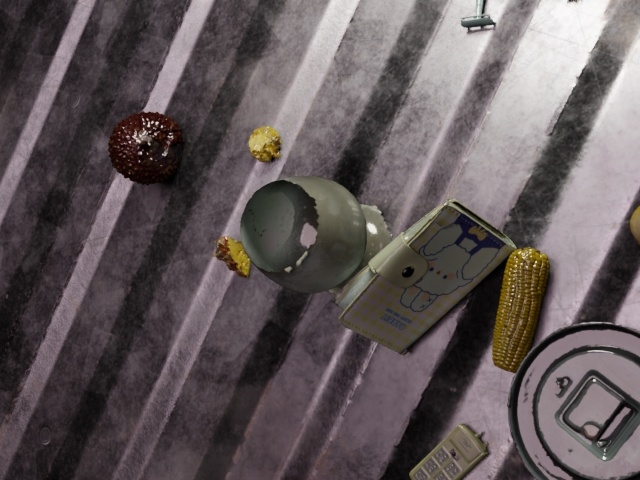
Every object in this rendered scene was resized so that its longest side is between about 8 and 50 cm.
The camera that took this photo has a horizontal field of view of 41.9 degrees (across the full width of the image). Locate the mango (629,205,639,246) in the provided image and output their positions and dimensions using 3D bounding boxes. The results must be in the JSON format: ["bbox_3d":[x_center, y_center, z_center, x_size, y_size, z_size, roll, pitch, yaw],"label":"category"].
[{"bbox_3d":[0.672,0.031,1.294,0.384,0.199,0.221,26,97,33],"label":"mango"}]

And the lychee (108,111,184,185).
[{"bbox_3d":[-0.422,-0.221,2.004,0.188,0.188,0.188,-6,79,30],"label":"lychee"}]

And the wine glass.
[{"bbox_3d":[0.000,0.000,1.628,0.238,0.323,0.238,-6,79,32],"label":"wine glass"}]

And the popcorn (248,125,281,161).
[{"bbox_3d":[-0.123,-0.219,1.891,0.083,0.057,0.082,-15,68,31],"label":"popcorn"}]

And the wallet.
[{"bbox_3d":[0.193,0.069,1.569,0.309,0.223,0.077,-46,36,17],"label":"wallet"}]

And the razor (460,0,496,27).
[{"bbox_3d":[0.324,-0.498,1.690,0.068,0.040,0.135,1,75,30],"label":"razor"}]

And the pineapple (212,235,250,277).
[{"bbox_3d":[-0.206,0.026,1.903,0.114,0.114,0.077,9,49,47],"label":"pineapple"}]

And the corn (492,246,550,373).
[{"bbox_3d":[0.362,0.126,1.535,0.080,0.080,0.231,13,91,32],"label":"corn"}]

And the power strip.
[{"bbox_3d":[0.245,0.418,1.582,0.169,0.028,0.076,-49,61,15],"label":"power strip"}]

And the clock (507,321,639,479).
[{"bbox_3d":[0.484,0.299,1.439,0.319,0.066,0.319,-5,80,30],"label":"clock"}]
